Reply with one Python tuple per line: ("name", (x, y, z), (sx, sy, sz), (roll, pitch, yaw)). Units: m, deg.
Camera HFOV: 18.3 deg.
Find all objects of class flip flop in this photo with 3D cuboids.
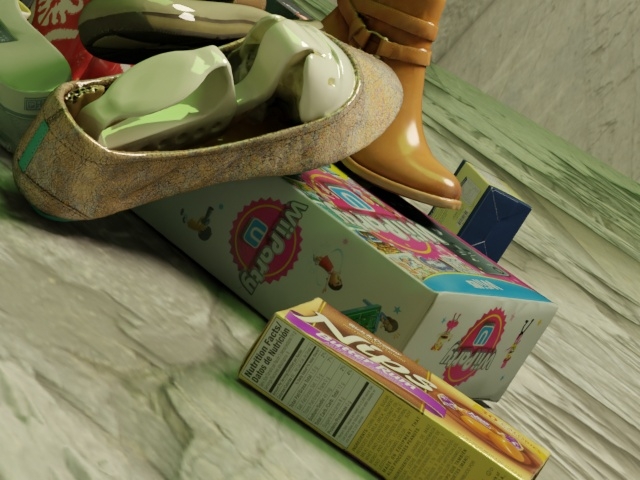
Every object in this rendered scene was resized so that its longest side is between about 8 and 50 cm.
("flip flop", (-0.085, -0.167, 1.452), (0.277, 0.112, 0.080), (0, 77, -61))

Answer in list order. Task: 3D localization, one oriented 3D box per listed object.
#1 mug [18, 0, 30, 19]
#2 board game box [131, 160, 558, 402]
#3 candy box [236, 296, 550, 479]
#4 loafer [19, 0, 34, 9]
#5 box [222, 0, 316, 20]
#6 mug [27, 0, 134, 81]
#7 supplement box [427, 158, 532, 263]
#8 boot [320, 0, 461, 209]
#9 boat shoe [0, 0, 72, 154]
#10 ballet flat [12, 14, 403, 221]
("mug", (-0.266, -0.167, 1.572), (0.078, 0.064, 0.062), (24, 12, -40))
("board game box", (0.000, 0.000, 1.488), (0.303, 0.097, 0.224), (37, 13, 25))
("candy box", (0.048, 0.110, 1.247), (0.186, 0.053, 0.109), (35, 12, 10))
("loafer", (-0.290, -0.213, 1.708), (0.223, 0.076, 0.078), (22, 28, -44))
("box", (-0.106, -0.174, 1.789), (0.044, 0.159, 0.233), (19, 17, -48))
("mug", (-0.169, -0.182, 1.628), (0.113, 0.169, 0.150), (20, 16, -50))
("supplement box", (0.162, -0.026, 2.062), (0.056, 0.083, 0.083), (27, 13, -26))
("boot", (0.062, -0.124, 1.550), (0.197, 0.152, 0.073), (36, 11, 29))
("boat shoe", (-0.249, -0.134, 1.461), (0.079, 0.081, 0.227), (-10, 39, -28))
("ballet flat", (-0.058, -0.094, 1.345), (0.316, 0.106, 0.107), (-23, 60, -34))
